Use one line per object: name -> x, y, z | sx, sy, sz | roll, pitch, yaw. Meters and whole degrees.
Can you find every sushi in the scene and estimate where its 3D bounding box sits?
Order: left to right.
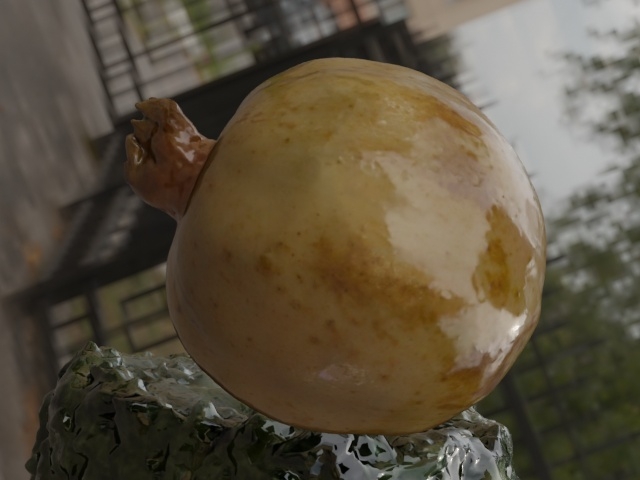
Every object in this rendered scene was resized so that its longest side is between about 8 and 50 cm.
sushi -> -0.017, 0.177, 1.286 | 0.352, 0.294, 0.178 | 5, 94, -52

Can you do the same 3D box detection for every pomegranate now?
pomegranate -> 0.015, 0.008, 0.968 | 0.207, 0.207, 0.207 | -21, 90, -87
